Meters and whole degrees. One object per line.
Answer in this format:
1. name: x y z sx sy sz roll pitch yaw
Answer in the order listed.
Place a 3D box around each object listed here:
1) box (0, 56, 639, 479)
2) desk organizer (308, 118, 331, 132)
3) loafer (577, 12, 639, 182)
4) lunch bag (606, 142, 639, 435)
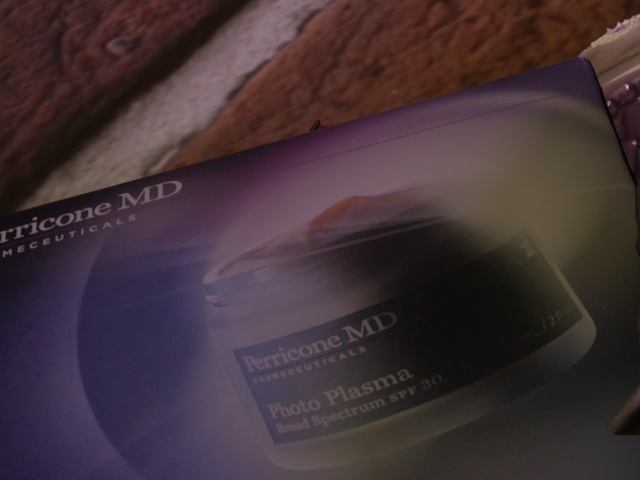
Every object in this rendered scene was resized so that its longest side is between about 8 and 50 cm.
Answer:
1. box: 0.007 0.108 0.767 0.296 0.182 0.294 -15 39 4
2. desk organizer: 0.000 0.000 0.994 0.050 0.047 0.130 8 47 25
3. loafer: 0.224 -0.102 0.987 0.268 0.102 0.092 -23 38 -19
4. lunch bag: 0.232 0.045 0.615 0.287 0.169 0.235 22 30 -4
